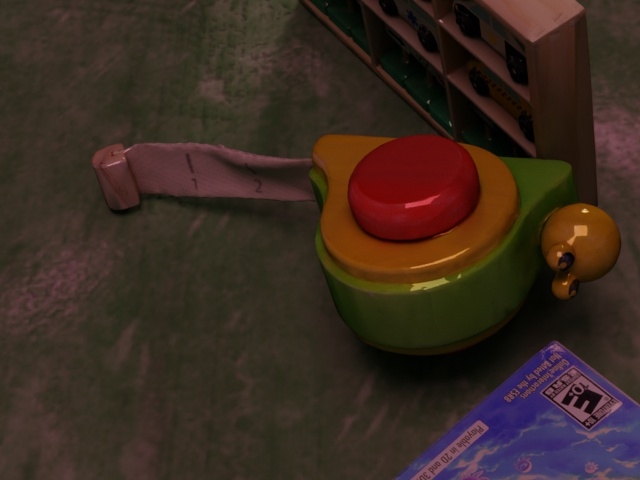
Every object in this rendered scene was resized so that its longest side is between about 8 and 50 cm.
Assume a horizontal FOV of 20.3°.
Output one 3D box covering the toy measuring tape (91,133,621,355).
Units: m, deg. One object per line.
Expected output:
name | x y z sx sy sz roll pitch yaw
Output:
toy measuring tape | 0.000 0.000 0.977 0.330 0.121 0.121 5 54 25

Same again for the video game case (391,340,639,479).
video game case | 0.105 0.207 0.823 0.269 0.061 0.244 -39 56 -18

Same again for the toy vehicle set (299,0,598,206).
toy vehicle set | 0.059 -0.137 1.029 0.035 0.166 0.267 -33 53 -14
